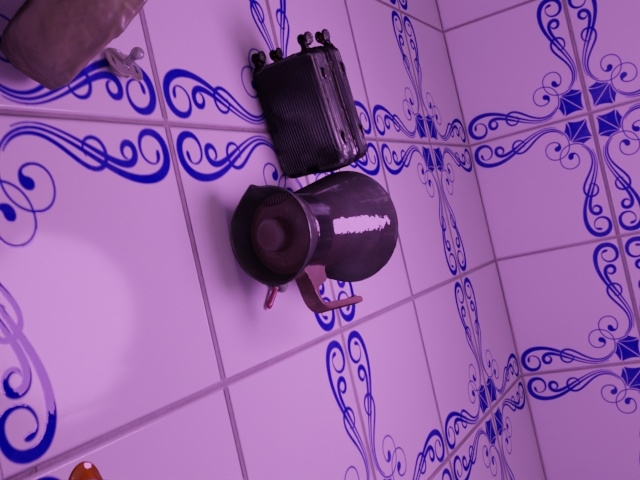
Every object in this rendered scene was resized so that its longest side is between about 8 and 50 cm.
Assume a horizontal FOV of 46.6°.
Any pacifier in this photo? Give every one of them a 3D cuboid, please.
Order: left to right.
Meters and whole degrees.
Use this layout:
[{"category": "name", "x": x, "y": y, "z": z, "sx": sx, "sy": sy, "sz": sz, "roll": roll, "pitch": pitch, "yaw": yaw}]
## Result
[{"category": "pacifier", "x": -0.332, "y": -0.315, "z": 1.287, "sx": 0.083, "sy": 0.064, "sz": 0.068, "roll": 14, "pitch": 49, "yaw": -60}]

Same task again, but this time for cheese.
[{"category": "cheese", "x": -0.323, "y": -0.359, "z": 1.056, "sx": 0.115, "sy": 0.326, "sz": 0.318, "roll": 40, "pitch": 33, "yaw": -29}]

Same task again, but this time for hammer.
[{"category": "hammer", "x": -0.097, "y": 0.110, "z": 1.574, "sx": 0.052, "sy": 0.031, "sz": 0.083, "roll": 48, "pitch": 45, "yaw": -37}]

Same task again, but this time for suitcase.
[{"category": "suitcase", "x": -0.028, "y": -0.303, "z": 1.698, "sx": 0.128, "sy": 0.202, "sz": 0.312, "roll": -30, "pitch": 106, "yaw": -50}]

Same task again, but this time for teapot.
[{"category": "teapot", "x": 0.000, "y": 0.000, "z": 1.576, "sx": 0.344, "sy": 0.253, "sz": 0.300, "roll": -8, "pitch": 72, "yaw": -55}]

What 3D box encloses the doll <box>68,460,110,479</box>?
[{"category": "doll", "x": -0.292, "y": 0.398, "z": 0.901, "sx": 0.221, "sy": 0.221, "sz": 0.251, "roll": 17, "pitch": 64, "yaw": -58}]
